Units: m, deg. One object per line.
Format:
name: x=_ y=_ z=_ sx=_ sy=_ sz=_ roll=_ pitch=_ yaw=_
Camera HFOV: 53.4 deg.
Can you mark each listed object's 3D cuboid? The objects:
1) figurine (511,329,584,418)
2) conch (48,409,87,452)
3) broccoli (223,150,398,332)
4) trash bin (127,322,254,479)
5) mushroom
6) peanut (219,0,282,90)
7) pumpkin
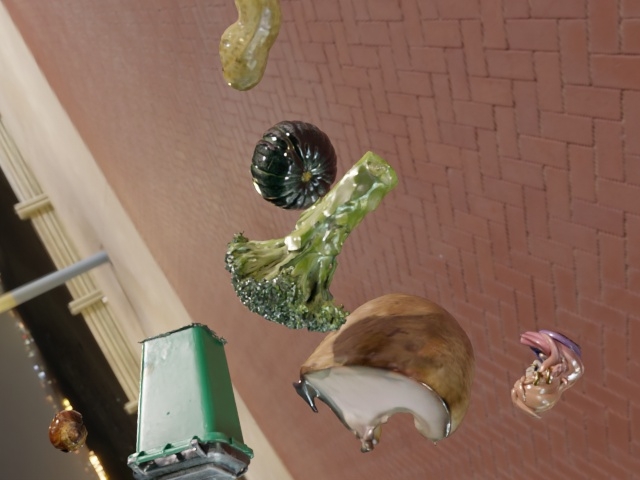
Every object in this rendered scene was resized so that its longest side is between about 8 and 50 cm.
figurine: x=0.394 y=0.228 z=1.101 sx=0.114 sy=0.157 sz=0.126 roll=-7 pitch=136 yaw=40
conch: x=-0.624 y=0.455 z=1.550 sx=0.080 sy=0.086 sz=0.233 roll=42 pitch=167 yaw=-34
broccoli: x=0.010 y=0.012 z=1.168 sx=0.221 sy=0.362 sz=0.252 roll=43 pitch=-163 yaw=-50
trash bin: x=-0.351 y=0.429 z=1.647 sx=0.295 sy=0.259 sz=0.380 roll=59 pitch=-166 yaw=-57
mushroom: x=0.192 y=0.213 z=1.303 sx=0.314 sy=0.397 sz=0.224 roll=-27 pitch=101 yaw=45
peanut: x=-0.136 y=-0.409 z=1.252 sx=0.098 sy=0.103 sz=0.229 roll=42 pitch=116 yaw=60
pumpkin: x=-0.063 y=-0.179 z=1.540 sx=0.162 sy=0.221 sz=0.220 roll=46 pitch=153 yaw=51
